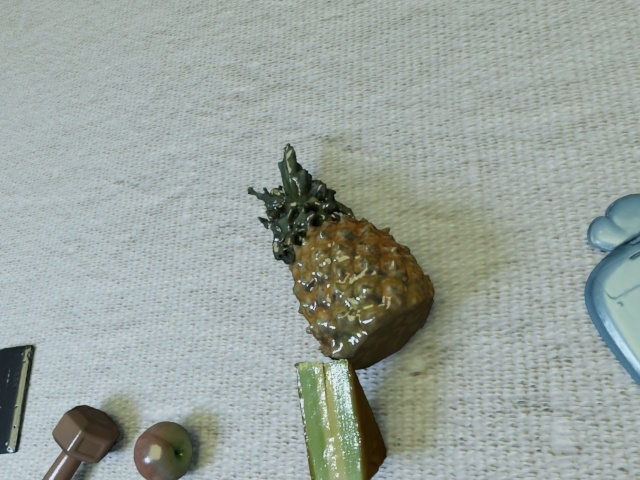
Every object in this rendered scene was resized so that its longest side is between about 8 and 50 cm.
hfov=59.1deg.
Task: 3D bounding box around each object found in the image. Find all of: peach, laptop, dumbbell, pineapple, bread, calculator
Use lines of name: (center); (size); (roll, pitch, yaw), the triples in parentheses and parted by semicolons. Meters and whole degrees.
peach: (-0.214, 0.288, 0.765); (0.083, 0.083, 0.083); (-9, 66, 22)
laptop: (-0.556, 0.274, 0.969); (0.129, 0.016, 0.180); (-12, 66, 21)
dumbbell: (-0.387, 0.353, 0.819); (0.231, 0.092, 0.082); (-57, 31, -5)
pineapple: (0.000, 0.000, 0.740); (0.169, 0.169, 0.340); (-40, 57, 6)
bread: (0.024, 0.201, 0.661); (0.074, 0.084, 0.139); (-11, 87, 21)
calculator: (0.396, 0.076, 0.588); (0.188, 0.042, 0.303); (-34, 63, 10)
